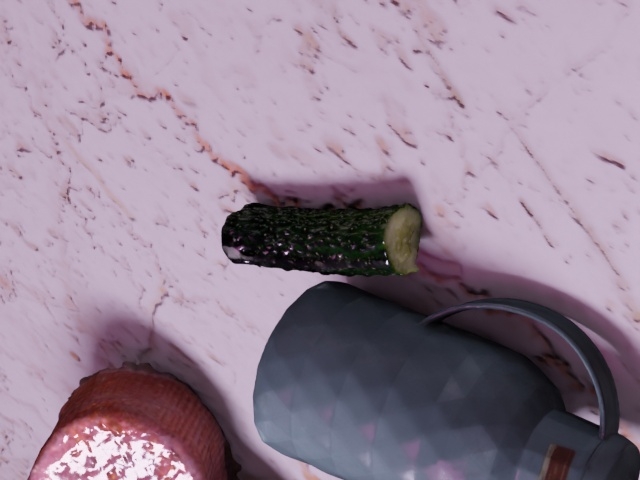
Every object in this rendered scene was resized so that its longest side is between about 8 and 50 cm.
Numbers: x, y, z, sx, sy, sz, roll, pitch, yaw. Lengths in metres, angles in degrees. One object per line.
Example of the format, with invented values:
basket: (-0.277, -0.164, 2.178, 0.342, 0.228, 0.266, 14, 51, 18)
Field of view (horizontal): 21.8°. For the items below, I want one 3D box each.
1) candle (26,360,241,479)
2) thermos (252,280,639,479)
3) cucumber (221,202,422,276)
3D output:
candle: (-0.189, 0.298, 1.621, 0.287, 0.131, 0.317, -25, 104, 19)
thermos: (0.101, 0.123, 1.238, 0.286, 0.145, 0.182, 18, 106, 30)
cucumber: (0.000, 0.001, 1.272, 0.187, 0.058, 0.058, 2, 129, 47)
